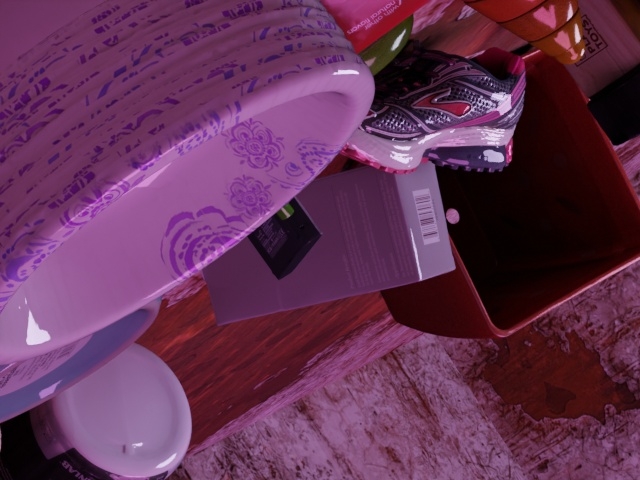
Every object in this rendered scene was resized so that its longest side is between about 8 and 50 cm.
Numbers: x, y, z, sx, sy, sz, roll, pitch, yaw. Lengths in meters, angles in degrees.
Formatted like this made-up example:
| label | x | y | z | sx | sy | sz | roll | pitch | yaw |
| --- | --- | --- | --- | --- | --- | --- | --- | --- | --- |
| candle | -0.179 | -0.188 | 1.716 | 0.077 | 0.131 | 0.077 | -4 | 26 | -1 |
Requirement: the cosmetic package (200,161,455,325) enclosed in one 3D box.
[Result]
| label | x | y | z | sx | sy | sz | roll | pitch | yaw |
| --- | --- | --- | --- | --- | --- | --- | --- | --- | --- |
| cosmetic package | 0.000 | 0.000 | 1.683 | 0.238 | 0.127 | 0.107 | -11 | -179 | 29 |

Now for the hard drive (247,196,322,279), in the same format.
| label | x | y | z | sx | sy | sz | roll | pitch | yaw |
| --- | --- | --- | --- | --- | --- | --- | --- | --- | --- |
| hard drive | -0.057 | -0.039 | 1.496 | 0.022 | 0.135 | 0.094 | -32 | 171 | -27 |

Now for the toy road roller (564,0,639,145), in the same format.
| label | x | y | z | sx | sy | sz | roll | pitch | yaw |
| --- | --- | --- | --- | --- | --- | --- | --- | --- | --- |
| toy road roller | 0.341 | -0.260 | 1.513 | 0.329 | 0.202 | 0.240 | -34 | -177 | 39 |

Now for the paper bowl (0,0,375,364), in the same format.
| label | x | y | z | sx | sy | sz | roll | pitch | yaw |
| --- | --- | --- | --- | --- | --- | --- | --- | --- | --- |
| paper bowl | -0.120 | -0.064 | 0.975 | 0.284 | 0.148 | 0.284 | -34 | 168 | -8 |

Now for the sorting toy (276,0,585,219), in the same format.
| label | x | y | z | sx | sy | sz | roll | pitch | yaw |
| --- | --- | --- | --- | --- | --- | --- | --- | --- | --- |
| sorting toy | 0.071 | -0.129 | 1.370 | 0.365 | 0.126 | 0.127 | -32 | -162 | 16 |

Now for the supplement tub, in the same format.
| label | x | y | z | sx | sy | sz | roll | pitch | yaw |
| --- | --- | --- | --- | --- | --- | --- | --- | --- | --- |
| supplement tub | -0.307 | 0.262 | 2.007 | 0.193 | 0.193 | 0.316 | -22 | 166 | -46 |

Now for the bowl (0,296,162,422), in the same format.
| label | x | y | z | sx | sy | sz | roll | pitch | yaw |
| --- | --- | --- | --- | --- | --- | --- | --- | --- | --- |
| bowl | -0.230 | 0.026 | 1.205 | 0.311 | 0.163 | 0.311 | -32 | 170 | -7 |

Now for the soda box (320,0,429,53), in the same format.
| label | x | y | z | sx | sy | sz | roll | pitch | yaw |
| --- | --- | --- | --- | --- | --- | --- | --- | --- | --- |
| soda box | 0.091 | -0.237 | 1.057 | 0.263 | 0.092 | 0.083 | -35 | 143 | 10 |

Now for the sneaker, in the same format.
| label | x | y | z | sx | sy | sz | roll | pitch | yaw |
| --- | --- | --- | --- | --- | --- | --- | --- | --- | --- |
| sneaker | 0.080 | -0.134 | 1.591 | 0.299 | 0.121 | 0.112 | -6 | 117 | -48 |

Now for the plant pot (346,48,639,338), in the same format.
| label | x | y | z | sx | sy | sz | roll | pitch | yaw |
| --- | --- | --- | --- | --- | --- | --- | --- | --- | --- |
| plant pot | 0.175 | -0.036 | 1.944 | 0.267 | 0.267 | 0.236 | -26 | 180 | -31 |
